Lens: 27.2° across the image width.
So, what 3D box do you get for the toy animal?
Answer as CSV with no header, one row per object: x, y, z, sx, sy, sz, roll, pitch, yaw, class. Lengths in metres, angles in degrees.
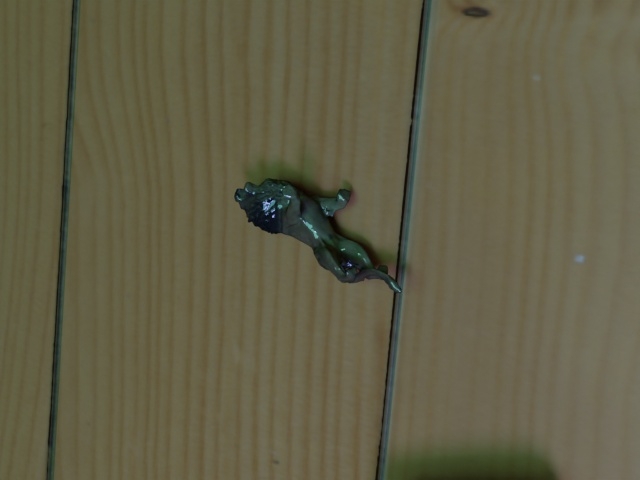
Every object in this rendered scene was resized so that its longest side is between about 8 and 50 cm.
0.004,-0.012,1.320,0.220,0.069,0.086,38,137,33,toy animal
